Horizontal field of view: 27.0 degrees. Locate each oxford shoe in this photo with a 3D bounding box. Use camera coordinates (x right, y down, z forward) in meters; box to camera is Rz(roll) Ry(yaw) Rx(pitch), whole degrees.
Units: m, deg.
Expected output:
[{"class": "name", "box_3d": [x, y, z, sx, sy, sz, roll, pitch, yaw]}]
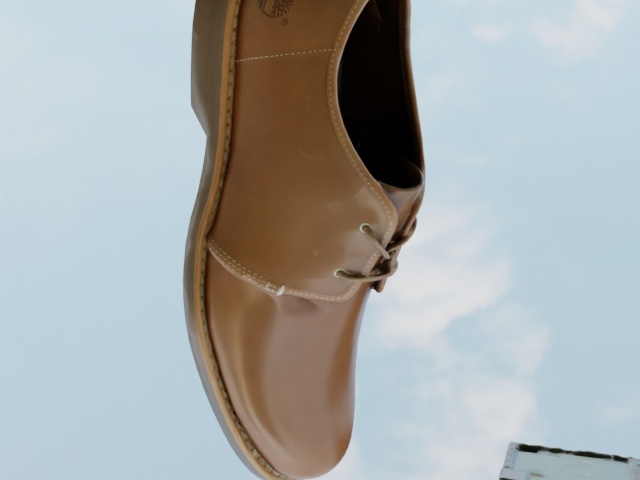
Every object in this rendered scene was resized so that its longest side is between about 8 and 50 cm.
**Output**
[{"class": "oxford shoe", "box_3d": [0.000, 0.000, 0.474, 0.076, 0.212, 0.076, 15, -153, 33]}]

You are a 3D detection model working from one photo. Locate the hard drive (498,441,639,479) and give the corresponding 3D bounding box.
[{"class": "hard drive", "box_3d": [0.263, 0.181, 0.730, 0.339, 0.064, 0.237, 7, -177, 10]}]
